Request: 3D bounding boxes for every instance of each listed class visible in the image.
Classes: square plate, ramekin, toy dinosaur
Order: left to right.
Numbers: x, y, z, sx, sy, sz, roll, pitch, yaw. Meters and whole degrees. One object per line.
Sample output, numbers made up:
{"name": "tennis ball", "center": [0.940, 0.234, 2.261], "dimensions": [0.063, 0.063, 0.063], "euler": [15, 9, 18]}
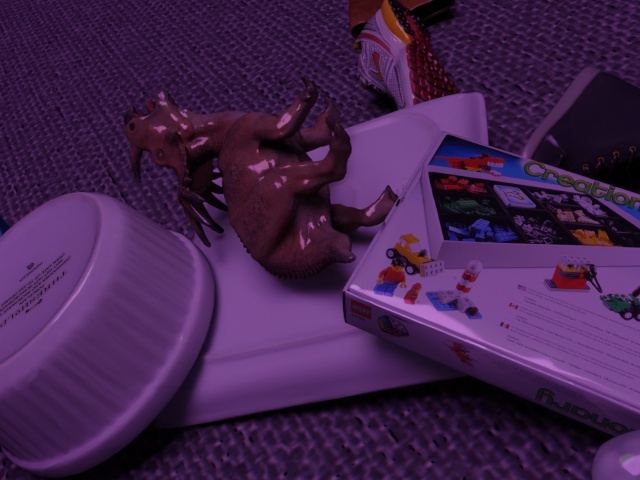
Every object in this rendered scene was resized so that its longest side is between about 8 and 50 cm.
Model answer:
{"name": "ramekin", "center": [-0.244, 0.073, 0.781], "dimensions": [0.273, 0.127, 0.272], "euler": [-25, 40, 23]}
{"name": "toy dinosaur", "center": [-0.052, -0.041, 0.758], "dimensions": [0.200, 0.127, 0.295], "euler": [-37, 53, 9]}
{"name": "square plate", "center": [0.000, 0.000, 0.806], "dimensions": [0.344, 0.049, 0.347], "euler": [-15, 45, 22]}

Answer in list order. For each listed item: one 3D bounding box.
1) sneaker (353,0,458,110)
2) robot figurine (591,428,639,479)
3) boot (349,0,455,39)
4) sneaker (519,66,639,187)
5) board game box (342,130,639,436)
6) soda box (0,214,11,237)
{"name": "sneaker", "center": [0.099, -0.196, 0.988], "dimensions": [0.093, 0.088, 0.225], "euler": [-42, 40, 29]}
{"name": "robot figurine", "center": [0.244, 0.217, 0.373], "dimensions": [0.354, 0.200, 0.299], "euler": [-24, 66, 3]}
{"name": "boot", "center": [0.146, -0.420, 1.178], "dimensions": [0.264, 0.096, 0.280], "euler": [-18, 42, 8]}
{"name": "sneaker", "center": [0.259, -0.068, 0.760], "dimensions": [0.118, 0.083, 0.222], "euler": [24, 67, 28]}
{"name": "board game box", "center": [0.195, 0.036, 0.635], "dimensions": [0.305, 0.053, 0.193], "euler": [22, 57, 19]}
{"name": "soda box", "center": [-0.392, 0.040, 0.980], "dimensions": [0.071, 0.067, 0.210], "euler": [-34, 41, -9]}
